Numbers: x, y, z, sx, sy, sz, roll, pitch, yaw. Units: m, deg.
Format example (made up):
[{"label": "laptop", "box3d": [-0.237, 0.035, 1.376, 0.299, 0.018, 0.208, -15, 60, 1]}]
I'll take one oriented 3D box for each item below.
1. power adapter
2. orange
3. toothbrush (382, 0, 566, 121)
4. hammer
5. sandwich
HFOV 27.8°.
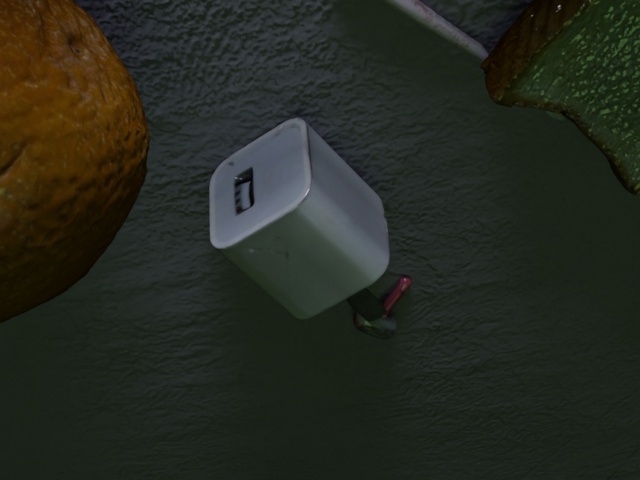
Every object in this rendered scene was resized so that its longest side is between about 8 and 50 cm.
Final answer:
[{"label": "power adapter", "box3d": [0.000, 0.000, 1.285, 0.125, 0.130, 0.205, -30, 128, 21]}, {"label": "orange", "box3d": [-0.327, -0.070, 1.062, 0.357, 0.322, 0.322, -24, 132, 27]}, {"label": "toothbrush", "box3d": [0.127, -0.189, 1.189, 0.307, 0.025, 0.029, 28, 117, -29]}, {"label": "hammer", "box3d": [0.075, 0.072, 1.437, 0.052, 0.031, 0.083, 22, 117, -28]}, {"label": "sandwich", "box3d": [0.279, -0.158, 1.192, 0.214, 0.065, 0.186, 32, 115, -31]}]
